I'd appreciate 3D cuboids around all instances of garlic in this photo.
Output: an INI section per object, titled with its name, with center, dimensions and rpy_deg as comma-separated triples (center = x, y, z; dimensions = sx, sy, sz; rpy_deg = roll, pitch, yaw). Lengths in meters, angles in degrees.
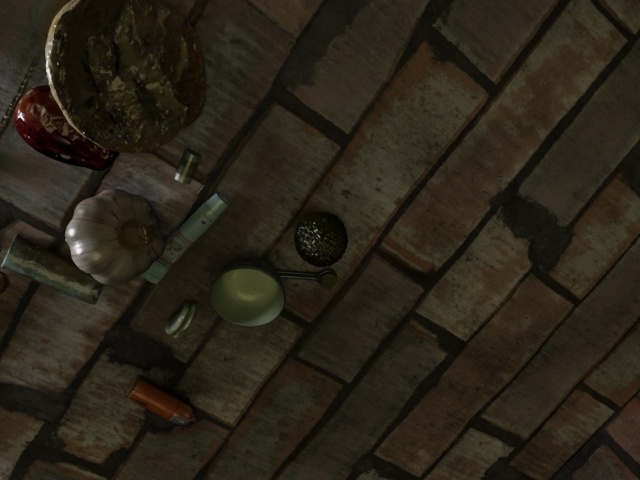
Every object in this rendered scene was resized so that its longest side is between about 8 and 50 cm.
[garlic]
center = -0.561, -0.007, 1.323
dimensions = 0.253, 0.245, 0.245
rpy_deg = -2, 117, 31

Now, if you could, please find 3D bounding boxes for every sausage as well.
[sausage]
center = -0.485, 0.508, 1.589
dimensions = 0.234, 0.071, 0.071
rpy_deg = 38, 101, -20

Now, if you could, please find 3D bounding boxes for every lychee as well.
[lychee]
center = 0.000, 0.000, 1.420
dimensions = 0.171, 0.171, 0.171
rpy_deg = -3, 112, -8

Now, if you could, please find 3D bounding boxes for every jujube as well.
[jujube]
center = -0.595, -0.258, 1.218
dimensions = 0.236, 0.168, 0.168
rpy_deg = 38, 101, -25

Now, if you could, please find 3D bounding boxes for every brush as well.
[brush]
center = -0.079, 0.107, 1.522
dimensions = 0.265, 0.027, 0.062
rpy_deg = 5, 120, -11

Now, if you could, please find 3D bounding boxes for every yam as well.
[yam]
center = -0.708, 0.083, 1.371
dimensions = 0.259, 0.093, 0.093
rpy_deg = 29, 104, -20

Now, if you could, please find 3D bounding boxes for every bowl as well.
[bowl]
center = -0.201, 0.131, 1.453
dimensions = 0.211, 0.112, 0.212
rpy_deg = 0, 122, 0

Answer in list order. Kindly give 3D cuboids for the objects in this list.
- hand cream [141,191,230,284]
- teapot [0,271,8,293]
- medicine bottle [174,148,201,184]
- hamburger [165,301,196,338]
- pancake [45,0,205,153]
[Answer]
[hand cream]
center = -0.380, -0.007, 1.416
dimensions = 0.331, 0.058, 0.085
rpy_deg = -41, 130, 13
[teapot]
center = -0.923, 0.124, 1.350
dimensions = 0.173, 0.116, 0.116
rpy_deg = -18, 116, -31
[medicine bottle]
center = -0.349, -0.193, 1.346
dimensions = 0.047, 0.047, 0.083
rpy_deg = 22, 105, -17
[hamburger]
center = -0.402, 0.234, 1.486
dimensions = 0.054, 0.084, 0.121
rpy_deg = 38, 99, -19
[pancake]
center = -0.428, -0.384, 1.167
dimensions = 0.386, 0.082, 0.387
rpy_deg = -26, 132, -34
